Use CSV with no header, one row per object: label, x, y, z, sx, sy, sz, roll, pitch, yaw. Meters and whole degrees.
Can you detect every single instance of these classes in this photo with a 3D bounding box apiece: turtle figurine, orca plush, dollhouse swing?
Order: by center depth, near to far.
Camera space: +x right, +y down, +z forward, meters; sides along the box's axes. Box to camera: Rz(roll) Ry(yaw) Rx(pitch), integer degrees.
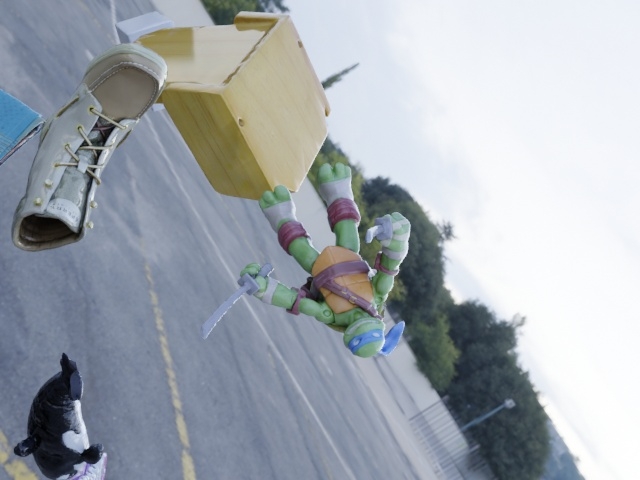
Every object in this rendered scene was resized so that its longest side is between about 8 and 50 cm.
turtle figurine,0.000,0.000,0.811,0.274,0.198,0.266,23,31,-36
orca plush,-0.427,0.313,1.036,0.151,0.287,0.102,44,43,6
dollhouse swing,-0.206,-0.253,1.265,0.315,0.304,0.347,63,31,-31

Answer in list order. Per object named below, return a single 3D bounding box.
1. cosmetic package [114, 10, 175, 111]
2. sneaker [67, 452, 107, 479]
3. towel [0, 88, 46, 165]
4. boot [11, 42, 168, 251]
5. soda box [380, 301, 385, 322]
cosmetic package,-0.480,-0.522,1.889,0.224,0.138,0.225,44,-29,55
sneaker,-0.600,0.588,1.578,0.236,0.104,0.095,-101,-159,-83
towel,-0.794,-0.254,1.325,0.370,0.272,0.040,31,-32,2
boot,-0.237,-0.089,0.663,0.077,0.213,0.165,32,46,-35
soda box,0.082,0.185,1.776,0.058,0.181,0.061,144,-44,-70
